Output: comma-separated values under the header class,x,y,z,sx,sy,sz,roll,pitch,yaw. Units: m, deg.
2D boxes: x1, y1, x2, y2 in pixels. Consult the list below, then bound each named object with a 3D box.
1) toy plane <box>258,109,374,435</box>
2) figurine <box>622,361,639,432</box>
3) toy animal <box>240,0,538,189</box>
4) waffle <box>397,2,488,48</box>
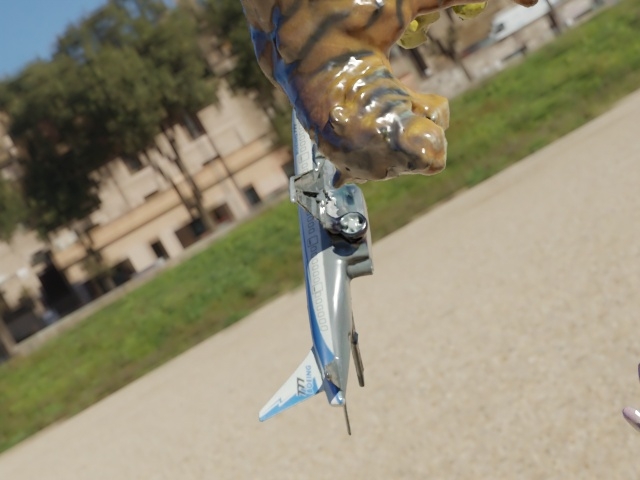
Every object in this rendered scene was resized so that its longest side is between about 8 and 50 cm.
class,x,y,z,sx,sy,sz,roll,pitch,yaw
toy plane,0.003,0.001,0.843,0.058,0.226,0.226,-1,-30,11
figurine,0.260,0.178,0.568,0.316,0.284,0.206,8,-10,-18
toy animal,-0.015,-0.151,0.522,0.114,0.255,0.116,7,41,43
waffle,0.071,-0.230,0.909,0.253,0.056,0.249,-36,42,18
